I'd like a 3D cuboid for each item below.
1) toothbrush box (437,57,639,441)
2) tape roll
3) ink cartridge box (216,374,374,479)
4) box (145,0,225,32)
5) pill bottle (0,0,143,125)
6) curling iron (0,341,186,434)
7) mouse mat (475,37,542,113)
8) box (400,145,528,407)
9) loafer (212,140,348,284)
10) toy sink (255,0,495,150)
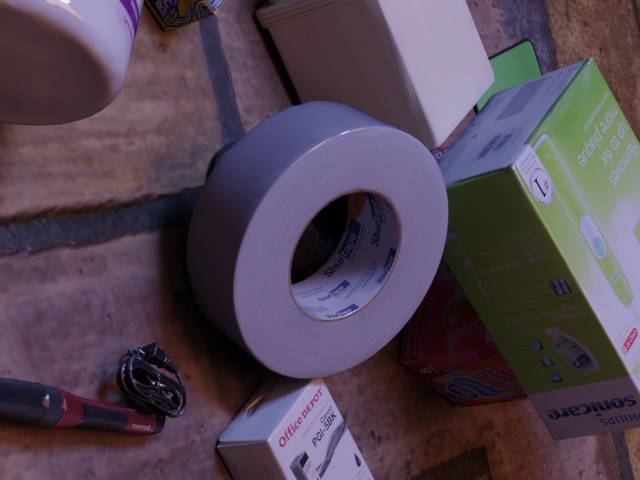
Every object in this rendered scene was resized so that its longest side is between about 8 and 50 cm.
[{"bbox_3d":[0.235,0.009,1.322,0.283,0.122,0.206,59,43,-17],"label":"toothbrush box"},{"bbox_3d":[0.000,0.000,1.160,0.219,0.072,0.219,-19,123,-33],"label":"tape roll"},{"bbox_3d":[-0.016,0.192,1.190,0.099,0.056,0.135,-51,122,-47],"label":"ink cartridge box"},{"bbox_3d":[-0.090,-0.249,1.211,0.054,0.059,0.169,55,41,-26],"label":"box"},{"bbox_3d":[-0.190,-0.245,0.976,0.169,0.169,0.301,37,53,-44],"label":"pill bottle"},{"bbox_3d":[-0.191,0.103,0.990,0.274,0.035,0.068,9,69,-54],"label":"curling iron"},{"bbox_3d":[0.232,-0.151,1.682,0.190,0.007,0.152,-31,105,-52],"label":"mouse mat"},{"bbox_3d":[0.179,0.027,1.447,0.122,0.128,0.257,37,52,-40],"label":"box"},{"bbox_3d":[0.013,-0.002,1.262,0.267,0.084,0.096,40,50,-42],"label":"loafer"},{"bbox_3d":[0.042,-0.207,1.323,0.153,0.131,0.234,-50,121,-49],"label":"toy sink"}]
